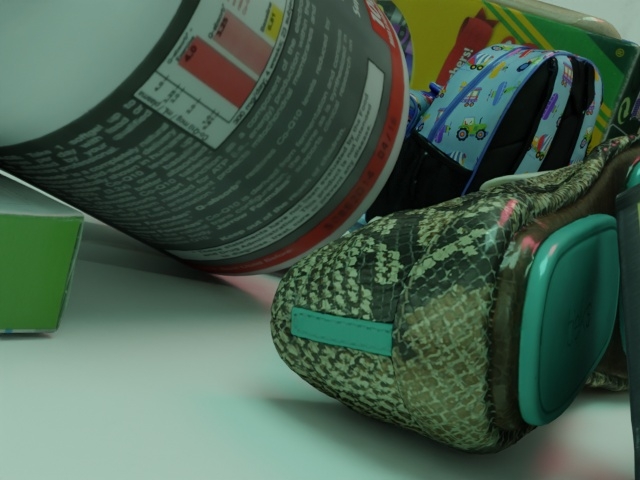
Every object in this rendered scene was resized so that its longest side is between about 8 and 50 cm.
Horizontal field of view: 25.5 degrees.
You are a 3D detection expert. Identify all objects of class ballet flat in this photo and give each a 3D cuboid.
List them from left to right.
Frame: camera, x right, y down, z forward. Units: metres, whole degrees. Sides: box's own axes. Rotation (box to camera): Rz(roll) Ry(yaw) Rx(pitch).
[{"bbox_3d":[0.129,0.016,0.847,0.182,0.164,0.483,7,8,31],"label":"ballet flat"}]

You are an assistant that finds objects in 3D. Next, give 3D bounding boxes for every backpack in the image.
[{"bbox_3d":[0.121,-0.068,1.025,0.117,0.173,0.158,34,17,32],"label":"backpack"}]

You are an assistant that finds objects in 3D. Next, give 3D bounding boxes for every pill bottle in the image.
[{"bbox_3d":[-0.114,-0.124,0.757,0.210,0.210,0.363,24,-5,32],"label":"pill bottle"}]

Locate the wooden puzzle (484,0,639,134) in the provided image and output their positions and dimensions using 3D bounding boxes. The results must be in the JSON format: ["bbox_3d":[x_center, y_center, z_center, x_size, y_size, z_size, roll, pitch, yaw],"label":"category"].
[{"bbox_3d":[0.227,-0.132,1.389,0.322,0.080,0.348,32,-20,51],"label":"wooden puzzle"}]

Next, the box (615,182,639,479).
[{"bbox_3d":[0.265,0.009,0.500,0.097,0.318,0.395,57,19,-14],"label":"box"}]

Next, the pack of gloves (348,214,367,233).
[{"bbox_3d":[0.000,0.000,1.020,0.232,0.046,0.195,30,14,17],"label":"pack of gloves"}]

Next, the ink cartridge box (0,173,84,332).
[{"bbox_3d":[-0.223,-0.004,0.631,0.109,0.062,0.209,24,13,38],"label":"ink cartridge box"}]

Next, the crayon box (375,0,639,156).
[{"bbox_3d":[0.096,-0.103,1.186,0.319,0.202,0.081,22,2,29],"label":"crayon box"}]
